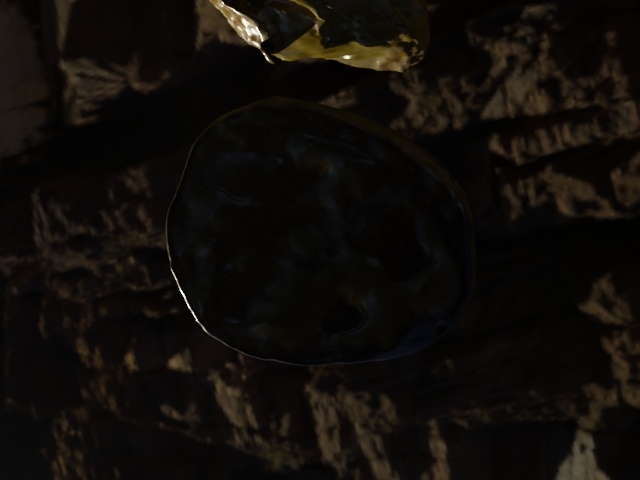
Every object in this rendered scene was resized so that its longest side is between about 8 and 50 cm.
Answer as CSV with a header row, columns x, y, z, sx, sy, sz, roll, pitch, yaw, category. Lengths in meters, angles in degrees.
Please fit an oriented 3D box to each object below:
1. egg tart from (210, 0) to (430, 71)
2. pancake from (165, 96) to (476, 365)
x,y,z,sx,sy,sz,roll,pitch,yaw,category
-0.050,-0.265,0.838,0.153,0.351,0.339,-43,-143,3,egg tart
0.000,0.000,0.916,0.294,0.294,0.049,-14,-157,22,pancake
